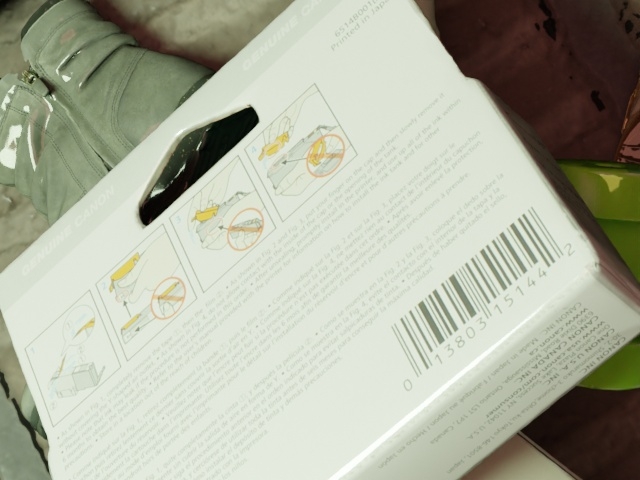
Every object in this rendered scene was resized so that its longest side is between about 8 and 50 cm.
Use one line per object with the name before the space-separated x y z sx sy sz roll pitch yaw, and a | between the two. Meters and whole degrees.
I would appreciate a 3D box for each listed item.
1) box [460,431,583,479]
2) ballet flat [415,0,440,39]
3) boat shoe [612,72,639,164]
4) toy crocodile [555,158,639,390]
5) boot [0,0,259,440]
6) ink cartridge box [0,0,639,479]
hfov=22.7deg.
box | 0.013 0.237 0.796 0.121 0.148 0.311 38 72 -7
ballet flat | 0.000 0.000 0.905 0.139 0.139 0.400 25 93 13
boat shoe | 0.197 -0.066 0.901 0.050 0.045 0.135 20 89 7
toy crocodile | 0.207 0.013 0.840 0.340 0.105 0.115 3 100 -9
boot | -0.150 -0.016 0.961 0.161 0.083 0.246 25 87 24
ink cartridge box | -0.018 0.030 0.791 0.296 0.066 0.261 -41 46 15
